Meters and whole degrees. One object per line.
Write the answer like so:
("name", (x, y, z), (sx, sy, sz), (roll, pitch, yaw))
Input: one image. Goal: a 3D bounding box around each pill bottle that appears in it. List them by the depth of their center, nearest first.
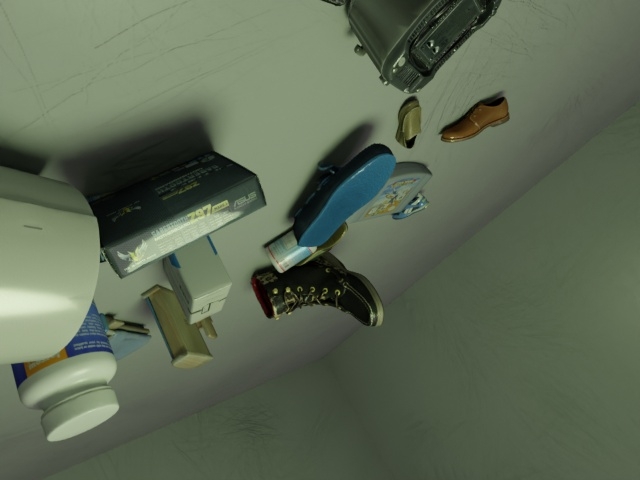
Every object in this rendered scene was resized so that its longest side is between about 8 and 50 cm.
("pill bottle", (-0.469, 0.205, 0.735), (0.152, 0.272, 0.152), (-28, 158, -13))
("pill bottle", (-0.068, 0.014, 1.133), (0.160, 0.087, 0.087), (-33, 158, -1))

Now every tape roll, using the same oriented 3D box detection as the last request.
("tape roll", (-0.414, 0.027, 0.476), (0.246, 0.246, 0.169), (-39, 157, 16))

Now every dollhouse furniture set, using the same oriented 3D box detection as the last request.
("dollhouse furniture set", (-0.456, 0.300, 1.056), (0.303, 0.198, 0.286), (-32, 158, -1))

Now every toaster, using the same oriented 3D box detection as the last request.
("toaster", (0.148, -0.346, 0.591), (0.227, 0.146, 0.129), (-44, 156, 27))

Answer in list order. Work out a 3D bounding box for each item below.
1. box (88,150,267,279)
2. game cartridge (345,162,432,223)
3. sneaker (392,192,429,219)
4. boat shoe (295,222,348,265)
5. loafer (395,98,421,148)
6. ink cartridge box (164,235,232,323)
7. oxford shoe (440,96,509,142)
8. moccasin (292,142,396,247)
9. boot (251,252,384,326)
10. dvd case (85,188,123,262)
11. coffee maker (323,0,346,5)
("box", (-0.226, -0.054, 0.623), (0.233, 0.183, 0.059), (-30, 127, -21))
("game cartridge", (0.202, -0.147, 1.214), (0.297, 0.062, 0.198), (-14, 156, -39))
("sneaker", (0.309, -0.121, 1.422), (0.144, 0.059, 0.053), (-29, -165, 33))
("boat shoe", (0.000, 0.001, 1.220), (0.223, 0.080, 0.073), (-38, 168, 30))
("loafer", (0.218, -0.275, 0.965), (0.056, 0.050, 0.148), (-31, 158, -7))
("ink cartridge box", (-0.270, 0.078, 0.873), (0.086, 0.148, 0.203), (-23, 166, -27))
("oxford shoe", (0.424, -0.337, 1.122), (0.212, 0.076, 0.076), (-28, 128, -7))
("moccasin", (0.027, -0.117, 0.961), (0.138, 0.117, 0.342), (11, 137, -44))
("boot", (-0.018, 0.167, 1.212), (0.284, 0.377, 0.138), (-14, 124, -26))
("dvd case", (-0.303, -0.048, 0.770), (0.253, 0.022, 0.180), (-20, 156, -30))
("coffee maker", (-0.011, -0.354, 0.394), (0.171, 0.120, 0.178), (-15, 151, -37))
